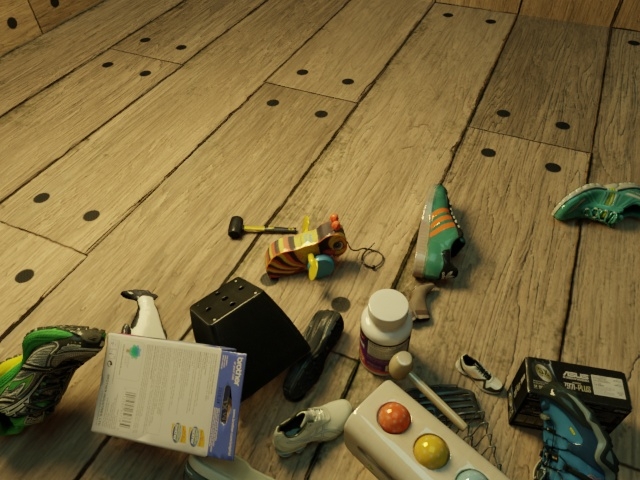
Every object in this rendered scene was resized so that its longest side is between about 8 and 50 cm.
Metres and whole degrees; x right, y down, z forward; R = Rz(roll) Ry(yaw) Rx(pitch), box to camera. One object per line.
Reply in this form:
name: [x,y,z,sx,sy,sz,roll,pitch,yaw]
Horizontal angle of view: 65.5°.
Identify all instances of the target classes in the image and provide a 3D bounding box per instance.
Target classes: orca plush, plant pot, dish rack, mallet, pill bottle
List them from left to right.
orca plush: [-0.412,0.230,1.100,0.102,0.151,0.287,-39,55,9]
plant pot: [-0.165,0.187,1.034,0.187,0.167,0.188,-33,27,-23]
mallet: [-0.163,-0.040,1.392,0.189,0.039,0.062,-2,50,-6]
pill bottle: [0.137,0.192,1.047,0.108,0.193,0.108,-1,46,1]
dish rack: [0.241,0.393,0.937,0.208,0.074,0.271,-4,46,-3]

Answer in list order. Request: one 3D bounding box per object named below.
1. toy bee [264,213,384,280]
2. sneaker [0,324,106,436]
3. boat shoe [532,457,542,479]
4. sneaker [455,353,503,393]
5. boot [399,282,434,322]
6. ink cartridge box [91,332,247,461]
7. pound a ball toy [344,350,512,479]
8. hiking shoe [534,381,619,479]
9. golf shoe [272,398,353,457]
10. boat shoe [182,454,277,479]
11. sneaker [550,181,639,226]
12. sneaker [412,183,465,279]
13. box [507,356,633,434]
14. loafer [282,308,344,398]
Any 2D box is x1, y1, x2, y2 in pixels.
toy bee: [0.000,0.000,1.260,0.298,0.162,0.195,-23,48,-19]
sneaker: [-0.533,0.274,0.977,0.343,0.134,0.146,-38,56,25]
boat shoe: [0.405,0.446,0.903,0.046,0.038,0.125,27,53,25]
sneaker: [0.339,0.284,1.057,0.109,0.044,0.040,31,53,26]
boot: [0.238,0.153,1.191,0.118,0.042,0.087,-17,55,-12]
ink cartridge box: [-0.270,0.279,0.914,0.311,0.065,0.186,2,79,24]
pound a ball toy: [0.191,0.336,0.854,0.208,0.136,0.319,-35,53,-27]
hiking shoe: [0.408,0.393,0.818,0.132,0.113,0.304,-13,82,-11]
golf shoe: [-0.011,0.357,0.973,0.176,0.086,0.069,-24,48,-21]
boat shoe: [-0.112,0.483,0.873,0.319,0.116,0.099,27,96,17]
sneaker: [0.774,-0.093,1.361,0.275,0.107,0.110,-8,56,-5]
sneaker: [0.321,-0.021,1.310,0.121,0.108,0.302,11,56,11]
box: [0.470,0.307,0.958,0.180,0.147,0.077,7,47,10]
loafer: [-0.025,0.244,1.094,0.078,0.076,0.223,8,47,32]
